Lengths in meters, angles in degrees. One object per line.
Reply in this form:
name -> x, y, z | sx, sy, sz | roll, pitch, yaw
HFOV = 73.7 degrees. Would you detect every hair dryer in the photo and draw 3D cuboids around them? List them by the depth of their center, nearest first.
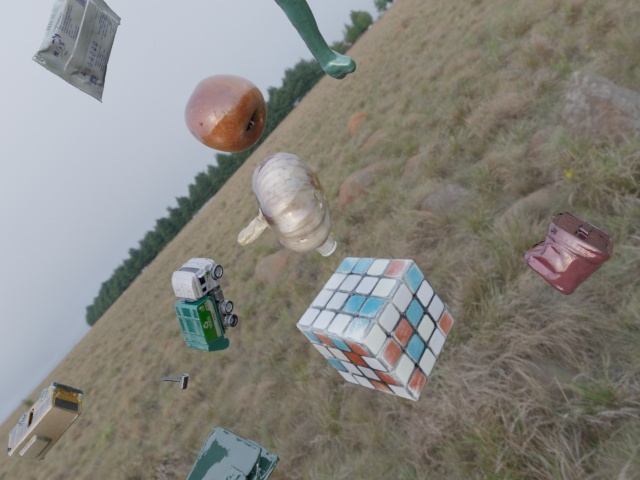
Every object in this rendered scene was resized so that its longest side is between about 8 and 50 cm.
hair dryer -> -0.488, 0.471, 1.432 | 0.026, 0.084, 0.047 | -161, 80, -79

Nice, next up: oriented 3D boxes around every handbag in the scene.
handbag -> -0.233, 0.573, 0.890 | 0.239, 0.089, 0.326 | -16, 39, 54
handbag -> 0.583, 0.021, 0.998 | 0.225, 0.146, 0.135 | -17, -39, -50

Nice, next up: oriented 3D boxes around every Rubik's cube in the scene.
Rubik's cube -> 0.145, 0.216, 1.105 | 0.256, 0.253, 0.259 | -3, 41, 51

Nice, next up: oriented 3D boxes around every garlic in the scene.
garlic -> -0.099, -0.064, 0.990 | 0.253, 0.245, 0.245 | -29, 19, 13

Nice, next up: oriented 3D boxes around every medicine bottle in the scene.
medicine bottle -> 0.000, 0.000, 1.225 | 0.057, 0.089, 0.057 | -32, 33, 24

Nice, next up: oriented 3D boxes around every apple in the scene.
apple -> -0.292, -0.384, 1.293 | 0.253, 0.253, 0.253 | -44, 15, 15

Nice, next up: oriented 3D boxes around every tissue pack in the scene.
tissue pack -> -0.410, -0.353, 0.738 | 0.026, 0.122, 0.192 | -2, 72, 22

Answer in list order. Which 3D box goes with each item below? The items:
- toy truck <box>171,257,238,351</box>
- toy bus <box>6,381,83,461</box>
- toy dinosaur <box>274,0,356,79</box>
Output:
toy truck -> -0.308, 0.179, 1.131 | 0.114, 0.253, 0.124 | 2, 25, 28
toy bus -> -0.693, 0.462, 1.076 | 0.182, 0.091, 0.103 | -49, 37, 2
toy dinosaur -> -0.156, -0.348, 0.548 | 0.129, 0.384, 0.331 | -66, -22, -14
